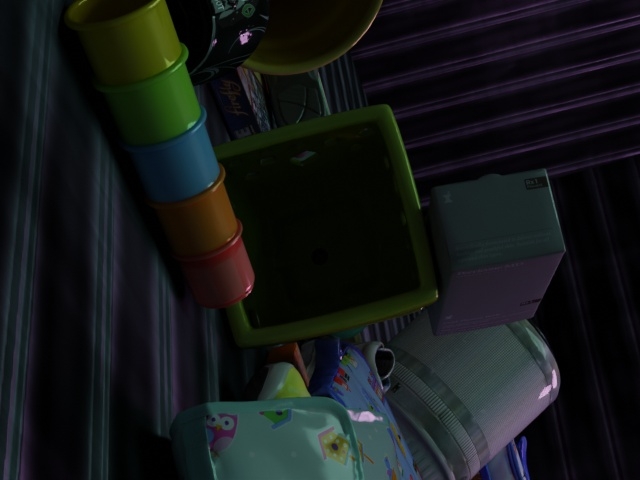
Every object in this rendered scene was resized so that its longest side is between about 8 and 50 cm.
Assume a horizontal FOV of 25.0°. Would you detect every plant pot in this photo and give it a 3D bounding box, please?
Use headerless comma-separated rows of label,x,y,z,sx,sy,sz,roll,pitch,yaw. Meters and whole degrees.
plant pot,-0.067,-0.363,1.838,0.239,0.254,0.254,-124,-168,-62
plant pot,0.000,0.000,1.623,0.207,0.228,0.227,69,7,-79

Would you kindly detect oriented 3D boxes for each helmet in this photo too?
helmet,-0.133,-0.229,1.417,0.161,0.169,0.169,-46,121,-62

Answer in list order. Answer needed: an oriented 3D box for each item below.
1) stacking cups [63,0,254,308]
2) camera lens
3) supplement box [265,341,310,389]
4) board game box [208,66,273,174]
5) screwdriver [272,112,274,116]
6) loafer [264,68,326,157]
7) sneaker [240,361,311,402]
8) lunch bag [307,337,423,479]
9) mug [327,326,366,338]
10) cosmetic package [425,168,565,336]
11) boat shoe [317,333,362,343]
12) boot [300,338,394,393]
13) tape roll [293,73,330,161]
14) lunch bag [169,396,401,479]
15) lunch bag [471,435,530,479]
stacking cups,-0.132,-0.083,1.321,0.096,0.096,0.316,-95,168,-56
camera lens,0.183,0.211,2.036,0.219,0.274,0.219,44,-18,18
supplement box,-0.031,0.177,1.692,0.062,0.036,0.098,-78,151,-72
board game box,-0.109,-0.222,1.953,0.243,0.042,0.165,-96,167,-54
screwdriver,-0.081,-0.207,2.249,0.170,0.025,0.024,78,-3,-71
loafer,-0.044,-0.241,2.040,0.084,0.096,0.267,102,-15,-62
sneaker,0.020,0.298,1.398,0.145,0.147,0.384,42,31,-72
lunch bag,0.044,0.248,1.596,0.221,0.138,0.293,-53,131,-77
mug,0.012,0.063,1.967,0.129,0.097,0.158,41,6,-39
cosmetic package,0.180,0.017,1.569,0.238,0.127,0.107,87,-8,-73
boat shoe,0.009,0.111,2.054,0.170,0.063,0.059,63,12,-9
boot,0.039,0.173,1.877,0.258,0.123,0.095,-63,136,-79
tape roll,-0.034,-0.238,2.293,0.321,0.077,0.321,-15,90,-88
lunch bag,-0.022,0.248,1.180,0.262,0.160,0.223,30,46,-63
lunch bag,0.212,0.397,2.199,0.115,0.243,0.303,-7,82,-83
